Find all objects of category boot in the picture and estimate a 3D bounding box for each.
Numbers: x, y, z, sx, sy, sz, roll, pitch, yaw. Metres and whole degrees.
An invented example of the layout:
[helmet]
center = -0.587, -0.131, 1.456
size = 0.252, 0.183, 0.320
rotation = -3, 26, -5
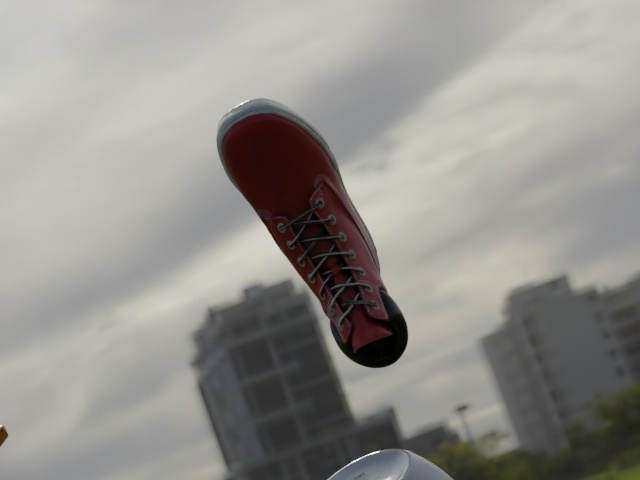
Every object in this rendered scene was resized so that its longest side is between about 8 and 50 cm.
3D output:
[boot]
center = 0.000, 0.000, 1.624
size = 0.088, 0.176, 0.244
rotation = -30, -50, 8

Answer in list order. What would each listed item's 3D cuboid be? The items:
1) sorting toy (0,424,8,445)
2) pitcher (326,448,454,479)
[sorting toy]
center = -0.419, 0.183, 1.510
size = 0.348, 0.047, 0.196
rotation = -16, 21, 10
[pitcher]
center = 0.054, 0.273, 1.367
size = 0.178, 0.207, 0.125
rotation = -31, 17, -10
